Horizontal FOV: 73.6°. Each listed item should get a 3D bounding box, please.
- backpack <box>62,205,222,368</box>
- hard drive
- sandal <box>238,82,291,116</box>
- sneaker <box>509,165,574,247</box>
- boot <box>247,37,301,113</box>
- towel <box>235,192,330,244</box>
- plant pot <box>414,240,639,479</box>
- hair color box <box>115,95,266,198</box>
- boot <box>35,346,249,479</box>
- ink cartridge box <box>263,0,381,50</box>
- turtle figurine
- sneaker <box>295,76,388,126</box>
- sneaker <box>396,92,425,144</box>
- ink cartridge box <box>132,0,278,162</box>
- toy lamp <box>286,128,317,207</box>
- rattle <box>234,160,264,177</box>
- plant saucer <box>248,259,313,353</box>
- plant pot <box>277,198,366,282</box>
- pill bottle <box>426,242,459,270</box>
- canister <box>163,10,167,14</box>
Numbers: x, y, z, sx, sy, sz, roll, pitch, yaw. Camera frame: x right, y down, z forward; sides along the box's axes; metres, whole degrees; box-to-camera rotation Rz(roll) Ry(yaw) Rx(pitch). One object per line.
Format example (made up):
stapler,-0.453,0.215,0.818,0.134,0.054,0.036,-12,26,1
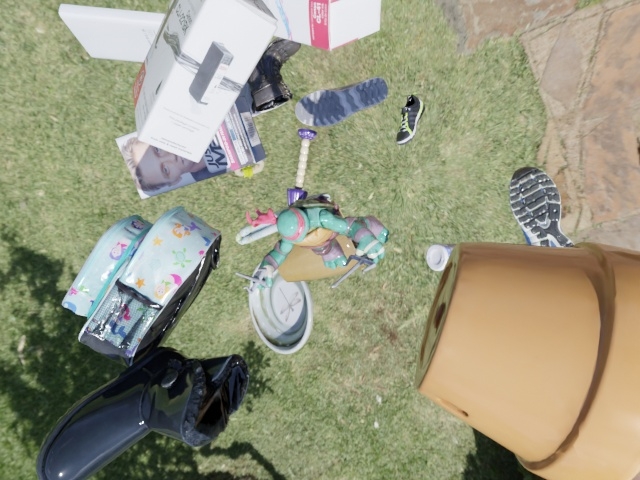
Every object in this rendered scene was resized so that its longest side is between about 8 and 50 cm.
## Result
backpack,-0.290,0.057,0.745,0.191,0.225,0.253,39,96,-9
hard drive,-0.635,-0.681,1.437,0.352,0.233,0.047,4,80,-3
sandal,-0.310,-0.492,1.564,0.415,0.102,0.170,-14,65,-1
sneaker,0.616,-0.049,1.217,0.129,0.147,0.330,-19,91,12
boot,-0.148,-0.562,1.468,0.262,0.091,0.229,-29,65,4
towel,-0.169,-0.105,1.936,0.374,0.320,0.090,-20,96,44
plant pot,0.243,0.123,0.533,0.203,0.291,0.291,17,102,10
hair color box,-0.338,-0.242,1.130,0.347,0.105,0.174,-15,105,15
boot,-0.233,0.240,0.577,0.207,0.246,0.094,-7,116,41
ink cartridge box,-0.016,-0.649,1.189,0.306,0.226,0.131,31,143,29
turtle figurine,0.000,0.000,0.561,0.175,0.234,0.118,-9,86,26
sneaker,0.062,-0.413,1.298,0.281,0.115,0.105,-14,105,0
sneaker,0.352,-0.505,1.769,0.097,0.084,0.235,36,69,-35
ink cartridge box,-0.208,-0.307,0.725,0.273,0.114,0.197,-50,44,25
toy lamp,-0.069,-0.248,1.502,0.080,0.080,0.275,9,91,10
rattle,-0.296,-0.341,1.680,0.130,0.200,0.143,-6,76,7
plant saucer,-0.145,0.260,1.773,0.400,0.100,0.401,5,97,44
plant pot,-0.017,0.031,1.375,0.254,0.237,0.237,-27,93,8
pill bottle,0.381,0.047,1.238,0.137,0.078,0.078,-1,102,-32
canister,-0.513,-0.846,1.628,0.170,0.126,0.073,-39,60,5
